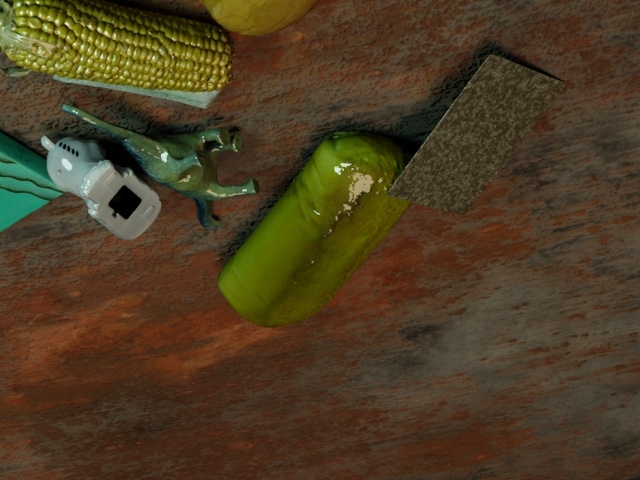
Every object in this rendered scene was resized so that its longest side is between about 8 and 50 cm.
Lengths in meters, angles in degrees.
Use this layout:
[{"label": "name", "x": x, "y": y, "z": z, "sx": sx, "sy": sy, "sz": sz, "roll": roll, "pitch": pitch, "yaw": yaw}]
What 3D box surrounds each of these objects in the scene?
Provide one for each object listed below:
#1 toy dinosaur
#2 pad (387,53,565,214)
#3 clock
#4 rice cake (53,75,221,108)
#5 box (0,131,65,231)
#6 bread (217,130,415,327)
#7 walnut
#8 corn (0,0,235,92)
[{"label": "toy dinosaur", "x": -0.179, "y": -0.098, "z": 1.866, "sx": 0.147, "sy": 0.076, "sz": 0.363, "roll": -13, "pitch": 153, "yaw": 25}, {"label": "pad", "x": 0.205, "y": -0.133, "z": 1.898, "sx": 0.158, "sy": 0.003, "sz": 0.235, "roll": 13, "pitch": 122, "yaw": -42}, {"label": "clock", "x": -0.282, "y": -0.073, "z": 1.858, "sx": 0.080, "sy": 0.117, "sz": 0.176, "roll": -51, "pitch": 149, "yaw": -4}, {"label": "rice cake", "x": -0.217, "y": -0.196, "z": 1.754, "sx": 0.210, "sy": 0.034, "sz": 0.043, "roll": 8, "pitch": 144, "yaw": -25}, {"label": "box", "x": -0.466, "y": -0.060, "z": 1.875, "sx": 0.226, "sy": 0.042, "sz": 0.161, "roll": -28, "pitch": 142, "yaw": 25}, {"label": "bread", "x": 0.000, "y": 0.000, "z": 2.016, "sx": 0.166, "sy": 0.112, "sz": 0.383, "roll": 13, "pitch": 138, "yaw": -29}, {"label": "walnut", "x": -0.053, "y": -0.294, "z": 1.614, "sx": 0.167, "sy": 0.087, "sz": 0.211, "roll": 6, "pitch": 142, "yaw": -28}, {"label": "corn", "x": -0.229, "y": -0.222, "z": 1.659, "sx": 0.293, "sy": 0.106, "sz": 0.106, "roll": 7, "pitch": 141, "yaw": -24}]
